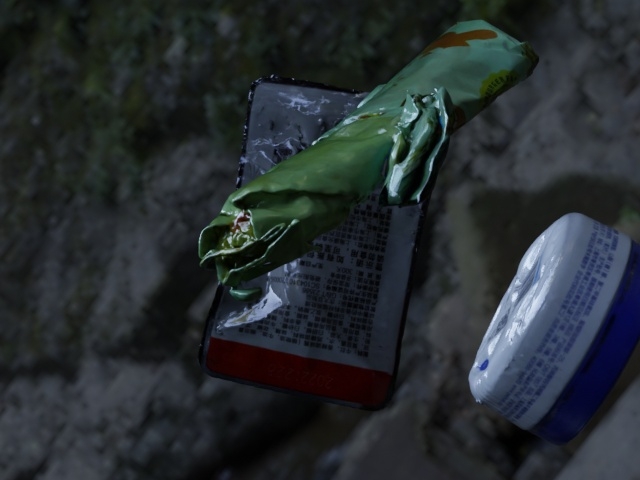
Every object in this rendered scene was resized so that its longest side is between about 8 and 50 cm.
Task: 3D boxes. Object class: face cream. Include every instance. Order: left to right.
[{"bbox_3d":[0.225,0.079,1.718,0.206,0.111,0.206,-63,1,2],"label":"face cream"}]

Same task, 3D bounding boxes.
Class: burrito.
[{"bbox_3d":[0.043,-0.056,1.050,0.104,0.054,0.288,-9,22,47],"label":"burrito"}]

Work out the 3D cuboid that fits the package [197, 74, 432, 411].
[{"bbox_3d":[0.000,0.000,1.400,0.030,0.154,0.239,57,-136,-84],"label":"package"}]
